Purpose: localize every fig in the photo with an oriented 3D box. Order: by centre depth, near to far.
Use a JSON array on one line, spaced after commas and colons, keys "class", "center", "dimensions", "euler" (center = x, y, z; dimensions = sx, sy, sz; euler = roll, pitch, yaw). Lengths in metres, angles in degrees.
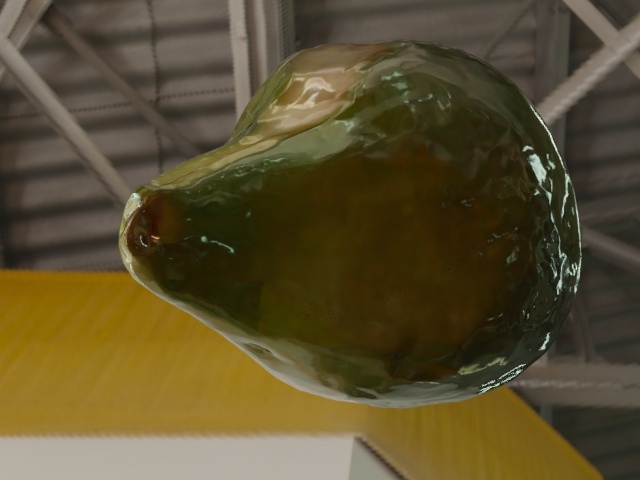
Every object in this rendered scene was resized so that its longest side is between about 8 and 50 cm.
[{"class": "fig", "center": [0.000, 0.000, 0.604], "dimensions": [0.206, 0.275, 0.206], "euler": [8, -78, 40]}]
